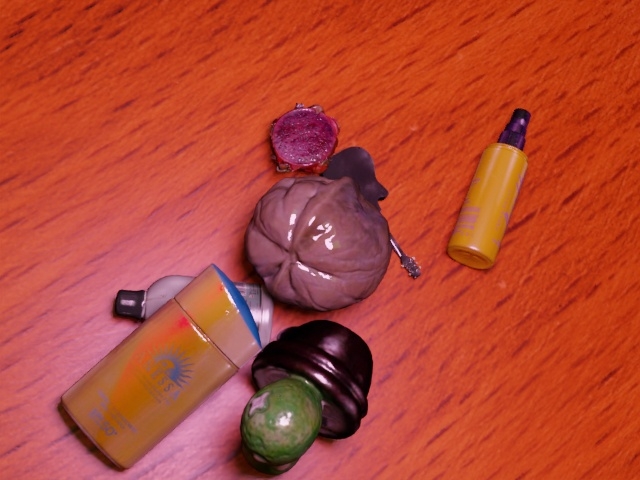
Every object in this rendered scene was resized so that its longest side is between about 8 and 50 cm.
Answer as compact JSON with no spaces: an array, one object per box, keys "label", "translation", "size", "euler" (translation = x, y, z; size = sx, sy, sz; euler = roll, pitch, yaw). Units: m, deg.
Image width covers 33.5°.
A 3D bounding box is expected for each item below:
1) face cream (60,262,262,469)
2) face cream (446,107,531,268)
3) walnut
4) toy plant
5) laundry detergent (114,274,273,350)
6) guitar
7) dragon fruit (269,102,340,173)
[{"label":"face cream","translation":[-0.209,0.174,1.468],"size":[0.285,0.067,0.139],"euler":[-42,95,-2]},{"label":"face cream","translation":[0.281,-0.090,1.694],"size":[0.078,0.078,0.273],"euler":[25,71,-6]},{"label":"walnut","translation":[0.000,0.000,1.535],"size":[0.224,0.224,0.224],"euler":[3,75,-13]},{"label":"toy plant","translation":[-0.030,0.225,1.468],"size":[0.175,0.218,0.235],"euler":[33,61,7]},{"label":"laundry detergent","translation":[-0.183,0.101,1.535],"size":[0.226,0.070,0.099],"euler":[6,81,-13]},{"label":"guitar","translation":[0.088,-0.040,1.661],"size":[0.088,0.025,0.233],"euler":[-32,84,-20]},{"label":"dragon fruit","translation":[-0.025,-0.148,1.644],"size":[0.112,0.068,0.126],"euler":[0,65,-7]}]
